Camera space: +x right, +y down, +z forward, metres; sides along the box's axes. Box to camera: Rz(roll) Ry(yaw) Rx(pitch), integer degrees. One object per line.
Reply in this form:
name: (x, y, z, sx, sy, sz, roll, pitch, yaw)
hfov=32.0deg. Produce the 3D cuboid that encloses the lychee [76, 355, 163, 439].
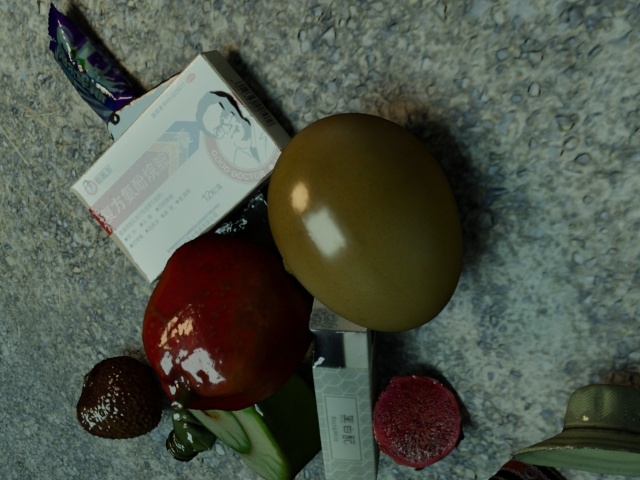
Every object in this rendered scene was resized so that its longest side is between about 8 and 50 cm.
lychee: (-0.436, 0.341, 2.424, 0.194, 0.194, 0.194, 28, 135, 32)

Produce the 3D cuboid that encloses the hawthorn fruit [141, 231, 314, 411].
hawthorn fruit: (-0.150, 0.149, 1.738, 0.265, 0.307, 0.265, 11, 133, 12)

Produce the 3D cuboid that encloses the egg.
egg: (0.066, -0.021, 1.536, 0.250, 0.250, 0.322, -7, 119, 50)

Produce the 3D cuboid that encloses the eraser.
eraser: (0.045, 0.243, 1.816, 0.096, 0.098, 0.404, 3, 136, 7)

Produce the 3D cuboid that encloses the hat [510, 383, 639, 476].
hat: (0.383, 0.246, 1.489, 0.252, 0.252, 0.110, -15, 62, 52)

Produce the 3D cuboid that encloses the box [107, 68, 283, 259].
box: (-0.196, -0.097, 1.864, 0.211, 0.058, 0.350, -26, 95, 28)

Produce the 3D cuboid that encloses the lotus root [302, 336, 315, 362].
lotus root: (-0.054, 0.175, 1.970, 0.152, 0.063, 0.072, 15, 136, 40)

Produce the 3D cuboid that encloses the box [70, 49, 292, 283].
box: (-0.224, -0.113, 1.805, 0.353, 0.069, 0.214, -41, 89, 25)

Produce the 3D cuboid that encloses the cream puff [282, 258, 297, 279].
cream puff: (0.000, 0.000, 1.741, 0.116, 0.146, 0.146, -118, 15, -61)

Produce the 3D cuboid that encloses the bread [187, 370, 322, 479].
bread: (-0.144, 0.278, 2.048, 0.366, 0.129, 0.382, 12, 137, 52)

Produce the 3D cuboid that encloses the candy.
candy: (-0.405, -0.296, 2.006, 0.275, 0.070, 0.145, 47, 151, 9)

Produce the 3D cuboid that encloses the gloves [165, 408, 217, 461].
gloves: (-0.258, 0.369, 2.302, 0.135, 0.107, 0.268, 52, 151, 18)

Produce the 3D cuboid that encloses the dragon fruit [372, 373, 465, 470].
dragon fruit: (0.148, 0.292, 1.793, 0.153, 0.153, 0.111, 55, 167, 2)

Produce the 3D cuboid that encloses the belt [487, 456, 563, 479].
belt: (0.399, 0.439, 1.639, 0.359, 0.094, 0.126, 24, 131, 35)

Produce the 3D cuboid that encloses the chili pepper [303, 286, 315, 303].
chili pepper: (-0.009, 0.058, 1.836, 0.050, 0.059, 0.191, 9, 121, 34)
